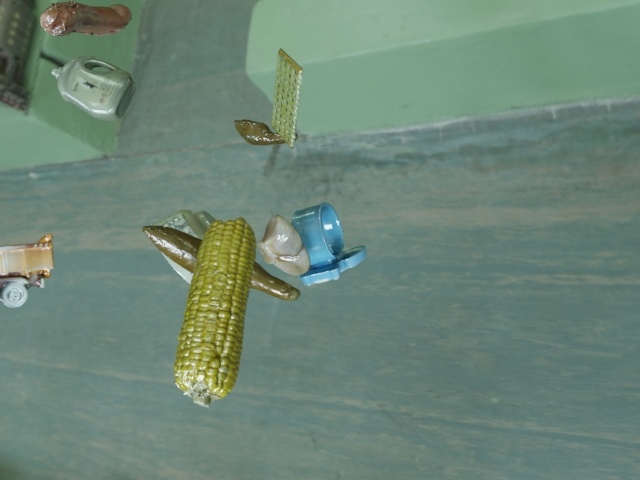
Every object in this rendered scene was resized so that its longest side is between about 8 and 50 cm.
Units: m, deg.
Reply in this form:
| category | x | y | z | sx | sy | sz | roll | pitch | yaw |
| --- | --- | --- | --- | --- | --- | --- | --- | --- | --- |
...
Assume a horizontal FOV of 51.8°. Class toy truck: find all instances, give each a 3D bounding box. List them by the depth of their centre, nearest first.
| category | x | y | z | sx | sy | sz | roll | pitch | yaw |
| --- | --- | --- | --- | --- | --- | --- | --- | --- | --- |
| toy truck | -0.582 | 0.051 | 1.079 | 0.114 | 0.270 | 0.135 | -6 | 90 | 62 |

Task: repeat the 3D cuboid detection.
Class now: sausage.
| category | x | y | z | sx | sy | sz | roll | pitch | yaw |
| --- | --- | --- | --- | --- | --- | --- | --- | --- | --- |
| sausage | -0.530 | -0.507 | 1.506 | 0.078 | 0.304 | 0.078 | 5 | 109 | 14 |

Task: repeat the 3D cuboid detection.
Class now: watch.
| category | x | y | z | sx | sy | sz | roll | pitch | yaw |
| --- | --- | --- | --- | --- | --- | --- | --- | --- | --- |
| watch | 0.000 | 0.000 | 1.790 | 0.211 | 0.211 | 0.193 | -14 | 102 | 28 |

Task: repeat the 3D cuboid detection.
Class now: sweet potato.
| category | x | y | z | sx | sy | sz | roll | pitch | yaw |
| --- | --- | --- | --- | --- | --- | --- | --- | --- | --- |
| sweet potato | -0.205 | 0.055 | 1.374 | 0.346 | 0.108 | 0.079 | 22 | 90 | 1 |
| sweet potato | -0.174 | -0.314 | 1.956 | 0.269 | 0.075 | 0.075 | 19 | 87 | 36 |

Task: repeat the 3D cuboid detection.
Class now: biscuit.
| category | x | y | z | sx | sy | sz | roll | pitch | yaw |
| --- | --- | --- | --- | --- | --- | --- | --- | --- | --- |
| biscuit | -0.092 | -0.376 | 1.754 | 0.139 | 0.016 | 0.231 | 51 | 144 | 40 |

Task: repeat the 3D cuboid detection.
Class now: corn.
| category | x | y | z | sx | sy | sz | roll | pitch | yaw |
| --- | --- | --- | --- | --- | --- | --- | --- | --- | --- |
| corn | -0.126 | 0.082 | 0.802 | 0.080 | 0.080 | 0.238 | -9 | 64 | 30 |

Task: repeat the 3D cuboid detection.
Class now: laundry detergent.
| category | x | y | z | sx | sy | sz | roll | pitch | yaw |
| --- | --- | --- | --- | --- | --- | --- | --- | --- | --- |
| laundry detergent | -0.723 | -0.489 | 2.069 | 0.253 | 0.091 | 0.181 | 23 | 81 | 5 |

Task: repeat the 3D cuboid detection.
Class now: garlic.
| category | x | y | z | sx | sy | sz | roll | pitch | yaw |
| --- | --- | --- | --- | --- | --- | --- | --- | --- | --- |
| garlic | -0.084 | 0.014 | 1.643 | 0.124 | 0.174 | 0.099 | 12 | 54 | 47 |

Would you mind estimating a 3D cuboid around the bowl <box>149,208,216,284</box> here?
| category | x | y | z | sx | sy | sz | roll | pitch | yaw |
| --- | --- | --- | --- | --- | --- | --- | --- | --- | --- |
| bowl | -0.284 | 0.014 | 1.566 | 0.126 | 0.238 | 0.238 | -42 | 58 | 1 |
